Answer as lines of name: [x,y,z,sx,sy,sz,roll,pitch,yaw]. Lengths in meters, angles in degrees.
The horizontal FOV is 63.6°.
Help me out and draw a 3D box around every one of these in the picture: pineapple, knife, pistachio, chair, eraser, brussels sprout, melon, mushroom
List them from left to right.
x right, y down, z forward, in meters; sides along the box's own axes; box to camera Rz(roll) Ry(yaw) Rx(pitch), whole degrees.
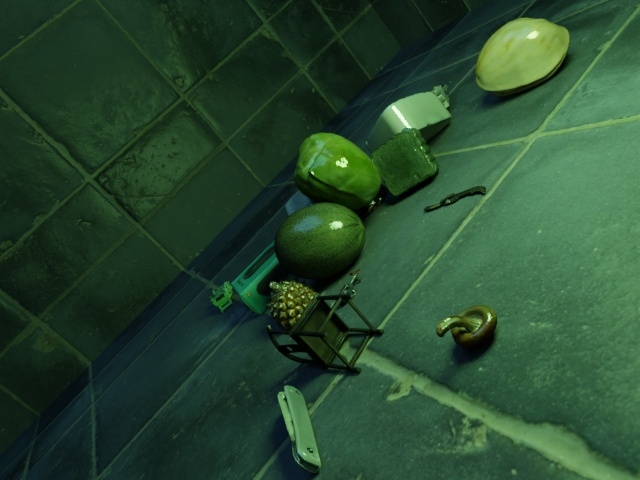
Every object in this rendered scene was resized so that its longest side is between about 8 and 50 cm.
pineapple: [-0.110,0.177,1.640,0.161,0.137,0.176,-26,26,41]
knife: [-0.052,0.404,1.133,0.041,0.073,0.265,-50,20,5]
melon: [0.000,0.000,1.658,0.301,0.238,0.238,-18,28,25]
chair: [0.005,0.230,1.287,0.260,0.155,0.141,-10,36,53]
brussels sprout: [0.048,-0.224,1.741,0.247,0.328,0.328,-51,20,-8]
eraser: [0.303,-0.404,1.963,0.331,0.150,0.331,-37,-8,-6]
knife: [0.386,-0.125,1.495,0.222,0.021,0.046,-17,34,50]
mushroom: [0.272,0.169,0.982,0.129,0.073,0.088,-12,27,-19]
pistachio: [0.669,-0.610,1.717,0.308,0.230,0.230,-32,21,41]

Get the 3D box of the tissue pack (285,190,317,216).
tissue pack: [-0.029,-0.066,1.916,0.124,0.201,0.271,-37,19,2]

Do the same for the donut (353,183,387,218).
donut: [0.137,-0.154,1.956,0.235,0.089,0.235,-39,18,15]

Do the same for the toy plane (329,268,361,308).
toy plane: [0.080,0.139,1.505,0.145,0.037,0.060,-56,12,-25]

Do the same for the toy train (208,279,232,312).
toy train: [-0.419,0.239,2.232,0.099,0.081,0.149,-40,13,9]

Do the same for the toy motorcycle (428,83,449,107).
toy motorcycle: [0.443,-0.554,2.190,0.222,0.108,0.341,-31,20,29]

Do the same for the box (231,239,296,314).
box: [-0.182,0.114,1.958,0.311,0.118,0.205,-45,20,-7]

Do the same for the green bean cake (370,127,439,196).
green bean cake: [0.285,-0.266,1.745,0.183,0.185,0.094,-32,-3,33]
